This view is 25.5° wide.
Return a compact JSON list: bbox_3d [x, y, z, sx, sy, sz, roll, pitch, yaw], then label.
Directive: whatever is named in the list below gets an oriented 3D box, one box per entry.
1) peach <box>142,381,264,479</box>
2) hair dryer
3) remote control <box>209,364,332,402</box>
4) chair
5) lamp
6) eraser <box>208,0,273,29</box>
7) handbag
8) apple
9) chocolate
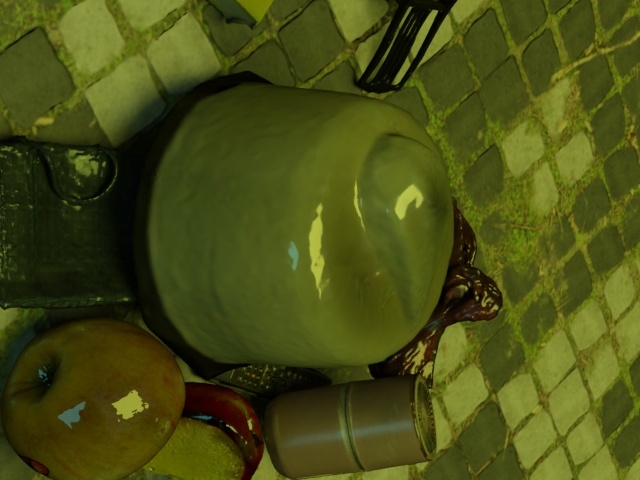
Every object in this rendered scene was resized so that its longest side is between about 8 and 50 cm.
[{"bbox_3d":[-0.145,0.215,1.575,0.092,0.172,0.127,-71,159,-55],"label":"peach"},{"bbox_3d":[0.069,0.251,1.762,0.344,0.189,0.106,42,39,-66],"label":"hair dryer"},{"bbox_3d":[-0.066,0.164,1.703,0.212,0.028,0.059,27,80,-43],"label":"remote control"},{"bbox_3d":[0.097,-0.286,1.706,0.084,0.101,0.212,1,138,-41],"label":"chair"},{"bbox_3d":[0.099,0.041,1.720,0.151,0.223,0.215,23,119,-36],"label":"lamp"},{"bbox_3d":[-0.077,-0.366,1.525,0.158,0.069,0.226,41,73,-38],"label":"eraser"},{"bbox_3d":[-0.267,-0.018,1.448,0.270,0.089,0.175,0,94,-41],"label":"handbag"},{"bbox_3d":[-0.237,0.163,1.452,0.155,0.182,0.182,35,78,-36],"label":"apple"},{"bbox_3d":[0.000,0.000,1.490,0.314,0.297,0.326,-64,148,-22],"label":"chocolate"}]
